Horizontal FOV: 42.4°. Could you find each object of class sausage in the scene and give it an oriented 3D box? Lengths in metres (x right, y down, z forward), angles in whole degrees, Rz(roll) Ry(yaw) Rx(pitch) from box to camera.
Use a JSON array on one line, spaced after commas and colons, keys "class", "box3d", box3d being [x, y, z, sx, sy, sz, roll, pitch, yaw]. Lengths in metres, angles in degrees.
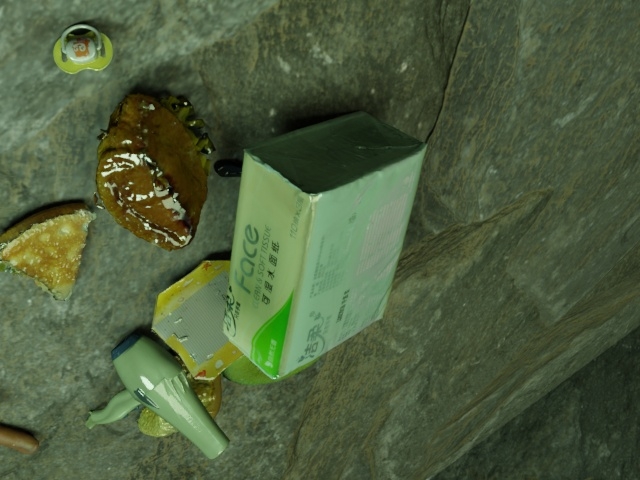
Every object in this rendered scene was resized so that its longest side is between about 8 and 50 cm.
[{"class": "sausage", "box3d": [-0.642, 0.398, 1.662, 0.047, 0.040, 0.177, -37, 143, 13]}]

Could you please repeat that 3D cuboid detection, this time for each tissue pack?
[{"class": "tissue pack", "box3d": [0.000, 0.000, 1.518, 0.332, 0.205, 0.404, -24, 138, -42]}]

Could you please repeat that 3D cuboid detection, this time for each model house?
[{"class": "model house", "box3d": [-0.231, 0.145, 1.666, 0.219, 0.136, 0.207, -42, 105, -16]}]

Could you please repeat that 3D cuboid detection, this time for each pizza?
[{"class": "pizza", "box3d": [-0.458, 0.027, 1.396, 0.185, 0.052, 0.195, -26, 138, -25]}]

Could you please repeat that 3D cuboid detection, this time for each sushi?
[{"class": "sushi", "box3d": [-0.263, -0.109, 1.329, 0.167, 0.179, 0.296, -17, 129, 14]}]

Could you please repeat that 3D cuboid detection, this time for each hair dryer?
[{"class": "hair dryer", "box3d": [-0.326, 0.361, 1.691, 0.298, 0.296, 0.119, -60, 174, 35]}]

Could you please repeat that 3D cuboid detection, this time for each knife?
[{"class": "knife", "box3d": [-0.138, -0.130, 1.501, 0.121, 0.018, 0.031, -5, 136, -36]}]

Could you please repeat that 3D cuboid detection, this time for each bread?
[{"class": "bread", "box3d": [-0.298, 0.359, 1.809, 0.174, 0.133, 0.251, -3, 133, -33]}, {"class": "bread", "box3d": [-0.093, 0.245, 1.908, 0.302, 0.045, 0.301, -20, 143, -16]}]

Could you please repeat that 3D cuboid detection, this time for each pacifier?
[{"class": "pacifier", "box3d": [-0.337, -0.269, 1.179, 0.083, 0.068, 0.064, -9, 173, -6]}]
